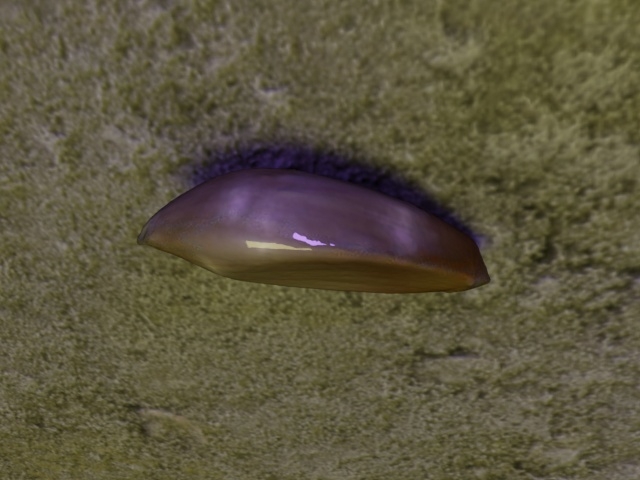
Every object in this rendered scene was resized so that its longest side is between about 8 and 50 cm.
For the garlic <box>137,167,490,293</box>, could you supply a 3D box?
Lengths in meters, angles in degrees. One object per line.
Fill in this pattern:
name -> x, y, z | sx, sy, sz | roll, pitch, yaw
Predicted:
garlic -> 0.000, -0.003, 0.780 | 0.318, 0.112, 0.143 | 15, 161, -6
